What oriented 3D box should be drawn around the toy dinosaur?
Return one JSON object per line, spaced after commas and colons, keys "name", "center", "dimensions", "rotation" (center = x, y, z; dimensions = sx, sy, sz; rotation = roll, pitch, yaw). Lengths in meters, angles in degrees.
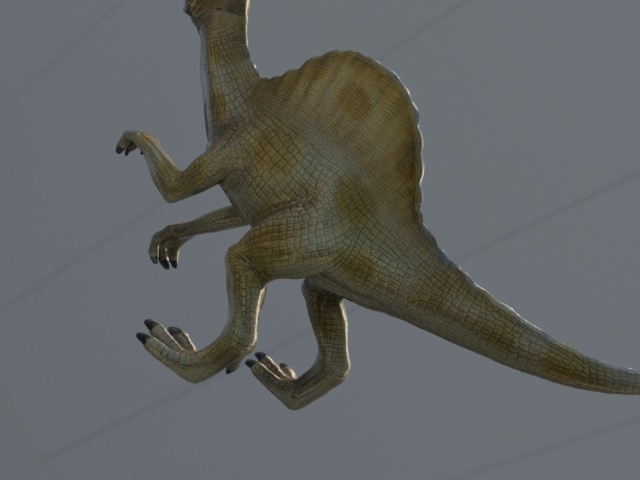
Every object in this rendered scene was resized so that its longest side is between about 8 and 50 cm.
{"name": "toy dinosaur", "center": [0.000, 0.000, 0.431], "dimensions": [0.183, 0.053, 0.092], "rotation": [47, -68, 22]}
